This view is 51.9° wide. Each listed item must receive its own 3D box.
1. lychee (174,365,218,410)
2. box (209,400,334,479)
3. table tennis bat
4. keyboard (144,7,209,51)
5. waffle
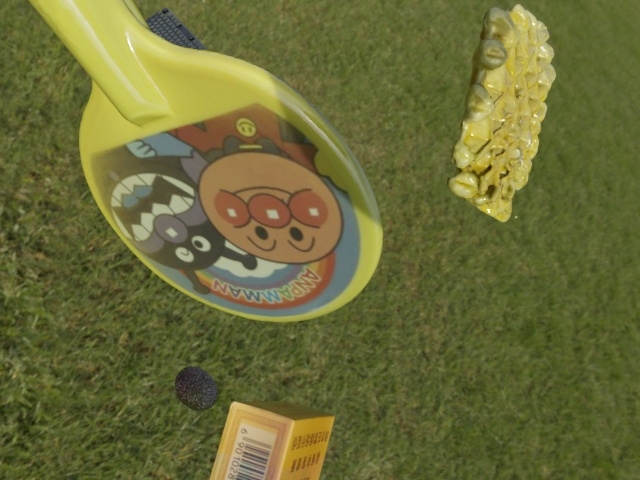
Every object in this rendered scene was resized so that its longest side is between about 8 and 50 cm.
[{"bbox_3d":[-0.202,0.238,1.060,0.083,0.068,0.067,20,2,22],"label":"lychee"},{"bbox_3d":[-0.071,0.317,0.714,0.174,0.076,0.274,40,64,-69],"label":"box"},{"bbox_3d":[-0.096,-0.073,0.433,0.369,0.224,0.054,59,38,-30],"label":"table tennis bat"},{"bbox_3d":[-0.181,-0.249,0.832,0.049,0.015,0.129,-32,64,-17],"label":"keyboard"},{"bbox_3d":[0.228,-0.153,0.805,0.261,0.056,0.250,11,91,-56],"label":"waffle"}]
